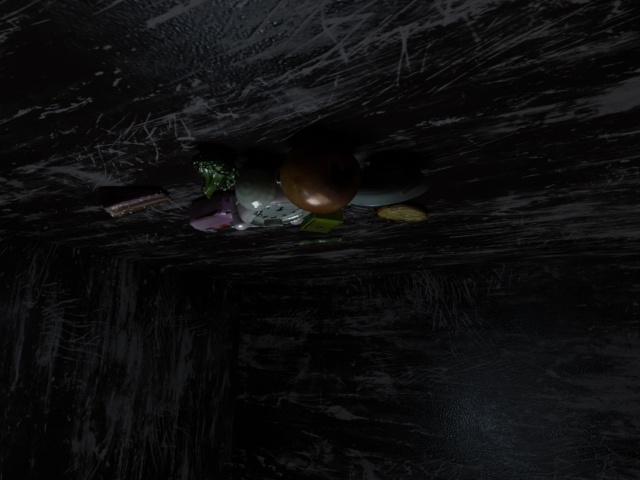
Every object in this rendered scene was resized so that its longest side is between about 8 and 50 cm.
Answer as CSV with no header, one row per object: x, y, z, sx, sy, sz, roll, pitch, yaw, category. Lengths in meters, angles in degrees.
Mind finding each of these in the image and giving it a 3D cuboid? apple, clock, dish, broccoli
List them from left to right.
-0.359,-0.222,1.629,0.154,0.160,0.167,29,178,4,broccoli
-0.156,-0.160,1.756,0.342,0.184,0.326,-12,173,-24,clock
-0.003,-0.199,1.526,0.253,0.254,0.253,2,166,0,apple
0.215,-0.220,1.618,0.273,0.134,0.273,-10,-161,3,dish

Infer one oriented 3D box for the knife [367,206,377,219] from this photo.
0.244,-0.125,2.220,0.045,0.021,0.222,4,167,4,knife

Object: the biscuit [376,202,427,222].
0.376,-0.124,2.180,0.260,0.041,0.203,11,161,-36,biscuit

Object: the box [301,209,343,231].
0.005,-0.095,2.293,0.140,0.064,0.220,6,167,-20,box

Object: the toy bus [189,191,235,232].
-0.442,-0.123,2.100,0.147,0.128,0.302,19,159,-41,toy bus

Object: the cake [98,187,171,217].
-0.785,-0.167,2.041,0.295,0.113,0.116,-5,168,4,cake

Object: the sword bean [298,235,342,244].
0.001,0.000,2.742,0.269,0.038,0.043,-5,-170,27,sword bean
